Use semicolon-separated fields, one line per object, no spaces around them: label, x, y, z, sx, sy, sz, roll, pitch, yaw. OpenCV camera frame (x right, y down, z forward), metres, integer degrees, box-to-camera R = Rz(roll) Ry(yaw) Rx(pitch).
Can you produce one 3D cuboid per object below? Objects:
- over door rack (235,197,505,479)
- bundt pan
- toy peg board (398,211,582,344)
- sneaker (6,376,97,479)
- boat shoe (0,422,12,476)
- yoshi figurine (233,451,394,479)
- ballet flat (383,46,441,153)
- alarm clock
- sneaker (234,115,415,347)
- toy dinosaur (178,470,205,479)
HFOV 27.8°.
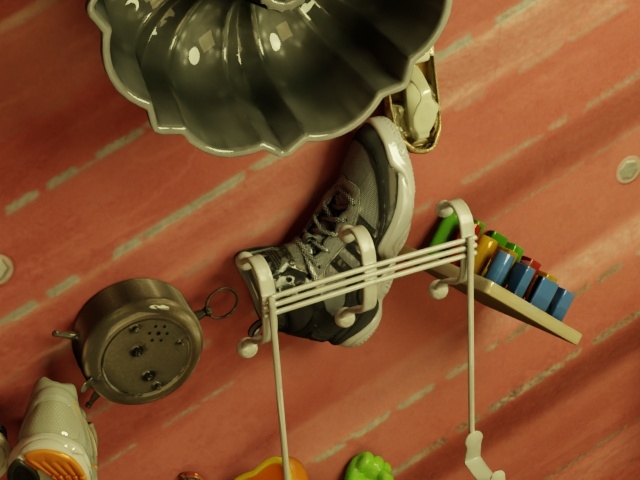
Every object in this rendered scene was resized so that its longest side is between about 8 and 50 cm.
over door rack;0.047;0.132;1.311;0.239;0.108;0.324;-16;112;-18
bundt pan;-0.050;-0.240;1.092;0.331;0.124;0.331;-13;126;-19
toy peg board;0.199;0.031;1.431;0.161;0.160;0.079;28;87;-36
sneaker;-0.265;0.241;1.354;0.099;0.121;0.262;5;142;-5
boat shoe;-0.422;0.178;1.246;0.254;0.079;0.095;10;111;-33
yoshi figurine;0.063;0.377;1.537;0.362;0.203;0.203;36;88;-45
ballet flat;0.093;-0.177;1.303;0.073;0.067;0.206;-22;125;-13
alarm clock;-0.169;0.099;1.340;0.192;0.064;0.129;-27;126;-14
sneaker;0.000;0.000;1.337;0.153;0.101;0.268;-4;122;-28
toy dinosaur;-0.133;0.292;1.497;0.090;0.047;0.082;-35;126;-47
